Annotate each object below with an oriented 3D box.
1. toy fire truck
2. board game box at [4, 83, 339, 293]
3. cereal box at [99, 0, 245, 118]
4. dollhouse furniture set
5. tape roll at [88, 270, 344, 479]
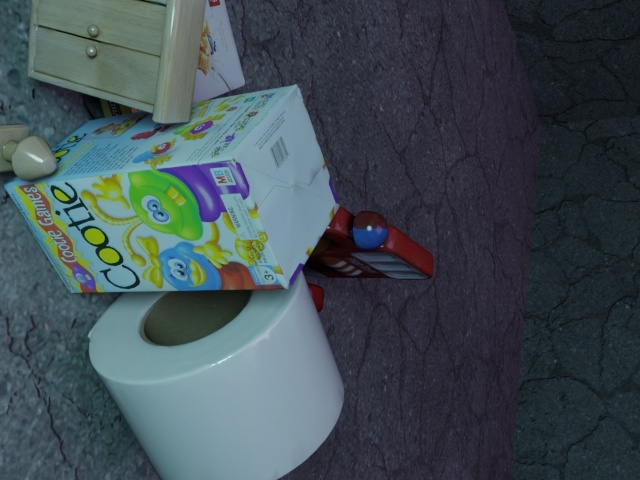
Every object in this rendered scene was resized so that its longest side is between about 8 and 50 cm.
[{"bbox_3d":[0.000,0.000,1.012,0.302,0.254,0.169,33,59,-56],"label":"toy fire truck"},{"bbox_3d":[-0.145,-0.044,0.724,0.144,0.275,0.142,-58,137,-47],"label":"board game box"},{"bbox_3d":[-0.187,-0.245,0.867,0.240,0.047,0.173,-43,125,-55],"label":"cereal box"},{"bbox_3d":[-0.260,-0.173,0.535,0.355,0.173,0.303,-23,128,-61],"label":"dollhouse furniture set"},{"bbox_3d":[-0.111,0.136,0.808,0.246,0.246,0.169,-56,135,-48],"label":"tape roll"}]
